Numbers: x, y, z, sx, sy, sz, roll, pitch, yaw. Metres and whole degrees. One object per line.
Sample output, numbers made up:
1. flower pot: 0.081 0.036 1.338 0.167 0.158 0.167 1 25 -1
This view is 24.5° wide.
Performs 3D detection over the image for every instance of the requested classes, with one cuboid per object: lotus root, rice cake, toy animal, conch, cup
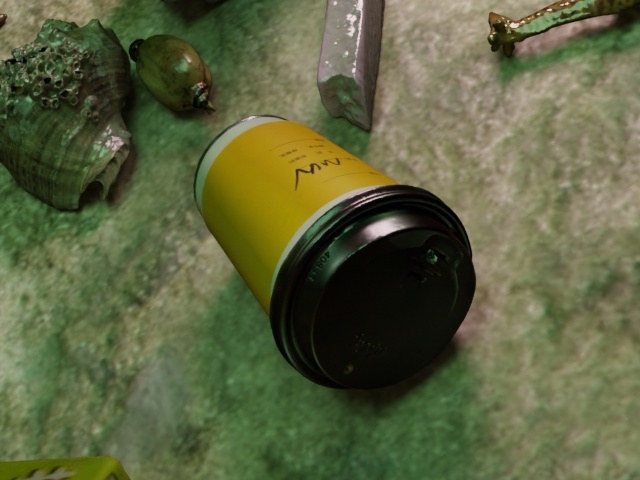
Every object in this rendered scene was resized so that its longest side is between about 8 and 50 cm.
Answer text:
1. lotus root: -0.156 -0.182 1.608 0.152 0.063 0.072 44 119 37
2. rice cake: 0.038 -0.275 1.586 0.056 0.073 0.365 -6 56 18
3. toy animal: 0.294 -0.263 1.469 0.275 0.054 0.149 -41 47 -6
4. conch: -0.284 -0.139 1.612 0.178 0.163 0.245 -42 59 36
5. cup: 0.000 0.000 1.334 0.196 0.196 0.279 -40 42 -7

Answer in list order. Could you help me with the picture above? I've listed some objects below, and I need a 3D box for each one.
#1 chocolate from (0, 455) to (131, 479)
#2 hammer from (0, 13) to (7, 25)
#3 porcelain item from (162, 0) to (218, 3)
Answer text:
1. chocolate: -0.307 0.300 1.199 0.288 0.137 0.301 -5 22 22
2. hammer: -0.429 -0.297 1.852 0.029 0.014 0.123 -36 46 -15
3. porcelain item: -0.131 -0.429 1.635 0.281 0.286 0.157 -40 55 -4
